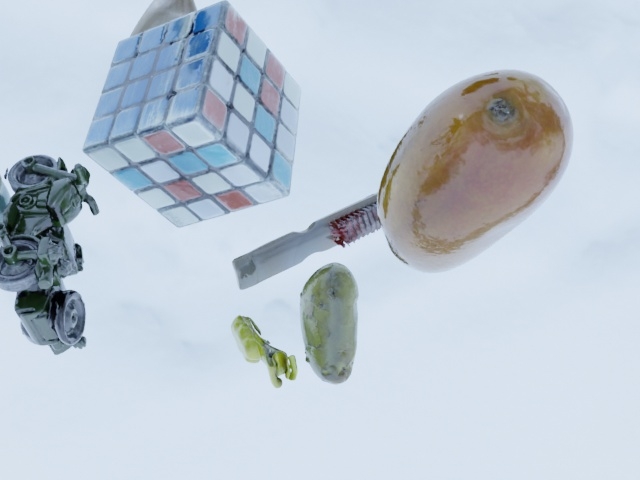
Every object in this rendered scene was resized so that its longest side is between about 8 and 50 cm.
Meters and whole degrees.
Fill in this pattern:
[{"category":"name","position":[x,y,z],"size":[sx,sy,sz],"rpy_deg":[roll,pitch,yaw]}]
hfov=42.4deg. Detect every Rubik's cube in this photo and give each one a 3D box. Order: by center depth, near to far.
[{"category":"Rubik's cube","position":[-0.207,-0.209,1.419],"size":[0.256,0.259,0.253],"rpy_deg":[-12,143,29]}]

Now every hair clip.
[{"category":"hair clip","position":[-0.096,0.171,1.288],"size":[0.046,0.173,0.072],"rpy_deg":[-23,122,-23]}]

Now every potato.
[{"category":"potato","position":[0.016,0.127,1.268],"size":[0.085,0.105,0.188],"rpy_deg":[-4,92,-36]}]

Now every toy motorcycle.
[{"category":"toy motorcycle","position":[-0.377,0.018,1.165],"size":[0.127,0.275,0.205],"rpy_deg":[-6,140,2]}]

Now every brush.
[{"category":"brush","position":[0.000,0.000,1.404],"size":[0.321,0.050,0.060],"rpy_deg":[-25,118,-24]}]

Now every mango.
[{"category":"mango","position":[0.123,-0.050,0.713],"size":[0.151,0.120,0.221],"rpy_deg":[-10,149,-42]}]

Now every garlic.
[{"category":"garlic","position":[-0.362,-0.422,1.854],"size":[0.143,0.112,0.318],"rpy_deg":[32,89,-1]}]

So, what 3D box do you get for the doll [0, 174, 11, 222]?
[{"category":"doll","position":[-0.553,-0.131,1.210],"size":[0.177,0.161,0.261],"rpy_deg":[2,111,16]}]
